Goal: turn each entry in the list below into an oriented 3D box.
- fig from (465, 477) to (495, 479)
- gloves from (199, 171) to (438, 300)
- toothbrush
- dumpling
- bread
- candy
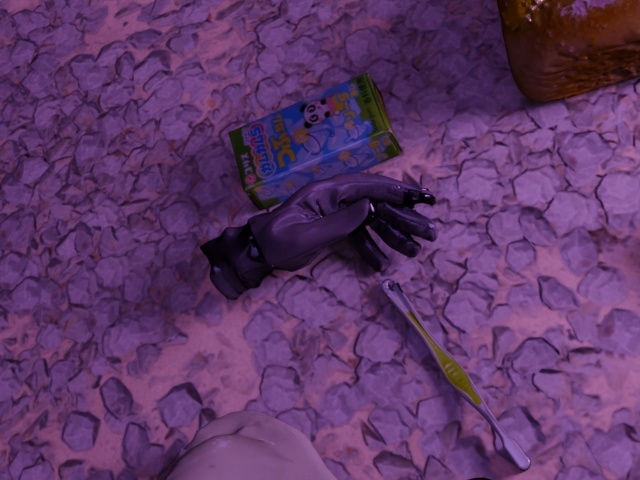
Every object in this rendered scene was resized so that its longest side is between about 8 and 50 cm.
[{"bbox_3d":[0.164,0.300,0.830,0.109,0.103,0.154,-36,91,-43],"label":"fig"},{"bbox_3d":[-0.008,-0.008,1.009,0.286,0.142,0.119,-12,91,13],"label":"gloves"},{"bbox_3d":[0.139,0.135,0.948,0.022,0.026,0.263,-33,60,-5],"label":"toothbrush"},{"bbox_3d":[-0.053,0.303,0.845,0.243,0.187,0.318,-7,62,20],"label":"dumpling"},{"bbox_3d":[0.318,-0.287,0.995,0.246,0.176,0.195,-15,65,12],"label":"bread"},{"bbox_3d":[-0.008,-0.120,1.095,0.194,0.062,0.097,-22,62,10],"label":"candy"}]
